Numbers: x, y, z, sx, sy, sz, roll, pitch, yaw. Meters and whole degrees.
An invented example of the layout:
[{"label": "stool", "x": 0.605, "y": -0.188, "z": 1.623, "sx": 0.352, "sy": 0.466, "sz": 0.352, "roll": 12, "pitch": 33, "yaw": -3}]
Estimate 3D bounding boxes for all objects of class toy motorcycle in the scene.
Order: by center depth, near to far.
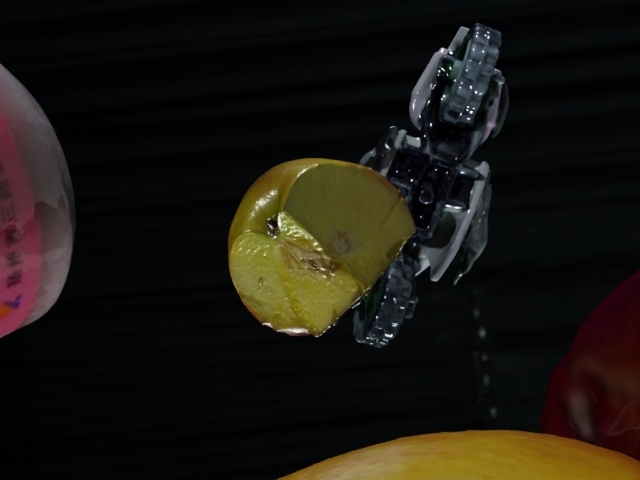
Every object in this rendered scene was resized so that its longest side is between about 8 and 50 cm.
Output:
[{"label": "toy motorcycle", "x": 0.098, "y": -0.060, "z": 1.300, "sx": 0.188, "sy": 0.143, "sz": 0.327, "roll": -95, "pitch": 25, "yaw": -77}]

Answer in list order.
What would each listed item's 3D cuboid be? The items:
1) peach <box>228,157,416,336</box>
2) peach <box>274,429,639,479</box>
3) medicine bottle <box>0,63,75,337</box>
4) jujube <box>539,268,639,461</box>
[{"label": "peach", "x": -0.003, "y": -0.006, "z": 1.051, "sx": 0.118, "sy": 0.151, "sz": 0.151, "roll": -99, "pitch": -2, "yaw": -66}, {"label": "peach", "x": 0.046, "y": 0.219, "z": 0.460, "sx": 0.308, "sy": 0.332, "sz": 0.308, "roll": 52, "pitch": -173, "yaw": -9}, {"label": "medicine bottle", "x": -0.228, "y": 0.007, "z": 0.525, "sx": 0.247, "sy": 0.147, "sz": 0.147, "roll": -26, "pitch": -66, "yaw": -44}, {"label": "jujube", "x": 0.301, "y": 0.102, "z": 0.665, "sx": 0.258, "sy": 0.376, "sz": 0.258, "roll": 6, "pitch": 97, "yaw": 59}]
